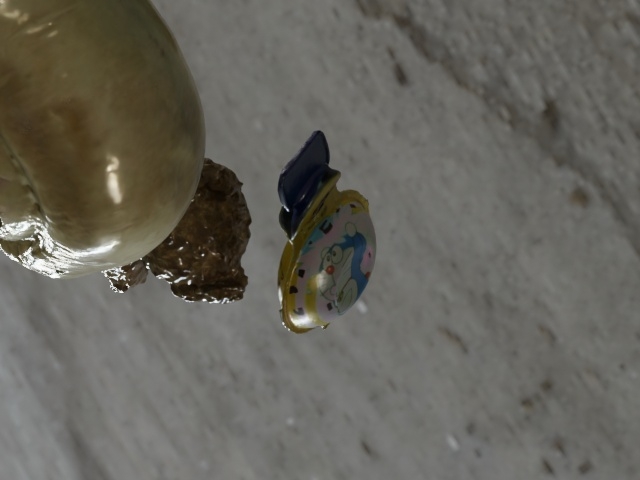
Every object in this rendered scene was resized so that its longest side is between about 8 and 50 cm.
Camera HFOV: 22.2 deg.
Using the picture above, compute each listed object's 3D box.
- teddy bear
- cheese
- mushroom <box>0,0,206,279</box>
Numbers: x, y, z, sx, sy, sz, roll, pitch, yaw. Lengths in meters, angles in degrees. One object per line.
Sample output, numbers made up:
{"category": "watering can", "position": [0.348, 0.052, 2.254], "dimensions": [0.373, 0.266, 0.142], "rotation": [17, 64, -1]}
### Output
{"category": "teddy bear", "position": [-0.208, -0.061, 1.736], "dimensions": [0.296, 0.222, 0.246], "rotation": [-130, 45, -59]}
{"category": "cheese", "position": [0.000, 0.000, 1.555], "dimensions": [0.064, 0.156, 0.250], "rotation": [22, 151, 27]}
{"category": "mushroom", "position": [-0.203, -0.067, 1.032], "dimensions": [0.254, 0.234, 0.260], "rotation": [30, 151, 40]}
